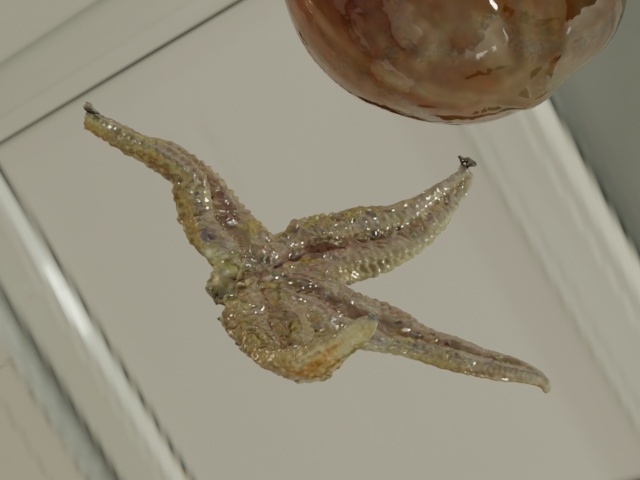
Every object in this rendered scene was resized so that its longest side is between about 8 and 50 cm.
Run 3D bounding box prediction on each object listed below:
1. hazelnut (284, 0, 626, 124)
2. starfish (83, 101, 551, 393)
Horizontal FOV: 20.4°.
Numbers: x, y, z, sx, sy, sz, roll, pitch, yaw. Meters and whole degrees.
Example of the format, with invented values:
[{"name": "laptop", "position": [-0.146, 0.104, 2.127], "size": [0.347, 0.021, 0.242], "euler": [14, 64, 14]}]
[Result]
[{"name": "hazelnut", "position": [0.081, -0.164, 1.071], "size": [0.176, 0.214, 0.214], "euler": [49, 35, -63]}, {"name": "starfish", "position": [-0.002, 0.011, 1.622], "size": [0.383, 0.132, 0.398], "euler": [-1, 32, -18]}]
